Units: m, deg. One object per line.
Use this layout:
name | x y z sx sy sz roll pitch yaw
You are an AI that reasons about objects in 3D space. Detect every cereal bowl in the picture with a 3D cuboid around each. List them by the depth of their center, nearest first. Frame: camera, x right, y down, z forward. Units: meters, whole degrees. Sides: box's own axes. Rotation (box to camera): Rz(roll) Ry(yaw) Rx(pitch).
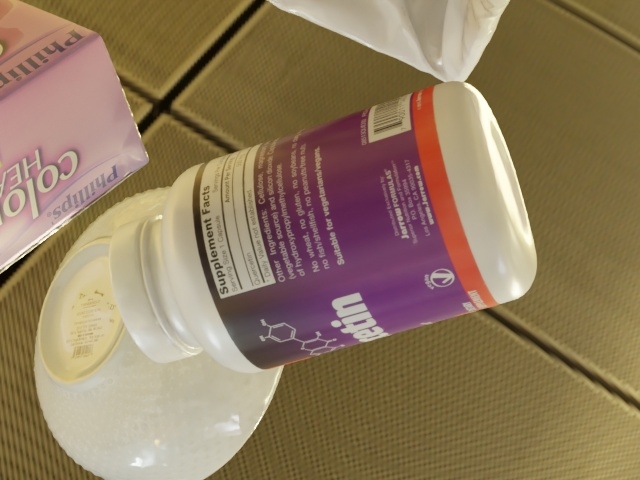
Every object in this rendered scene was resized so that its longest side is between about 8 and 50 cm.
cereal bowl | -0.196 0.092 1.336 0.141 0.339 0.339 25 -134 -44

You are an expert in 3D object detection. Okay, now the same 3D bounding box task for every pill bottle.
pill bottle | 0.000 0.000 1.017 0.323 0.181 0.181 -17 -122 15

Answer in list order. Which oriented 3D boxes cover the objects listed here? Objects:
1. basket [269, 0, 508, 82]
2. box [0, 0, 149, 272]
basket | 0.054 -0.355 1.086 0.331 0.328 0.266 26 -103 4
box | -0.292 -0.079 0.907 0.243 0.117 0.213 27 -124 38
